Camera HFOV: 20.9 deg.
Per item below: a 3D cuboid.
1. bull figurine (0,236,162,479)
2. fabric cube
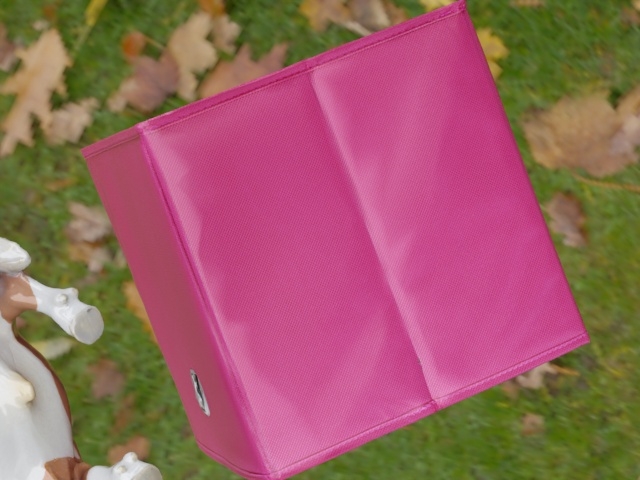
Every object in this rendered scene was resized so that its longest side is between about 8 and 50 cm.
[{"bbox_3d":[-0.189,0.132,1.093,0.188,0.101,0.310,-12,107,51],"label":"bull figurine"},{"bbox_3d":[0.000,0.000,1.280,0.259,0.254,0.258,-23,96,-15],"label":"fabric cube"}]
